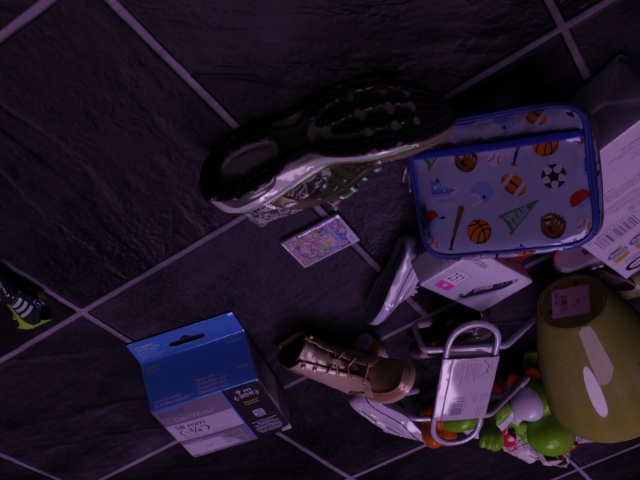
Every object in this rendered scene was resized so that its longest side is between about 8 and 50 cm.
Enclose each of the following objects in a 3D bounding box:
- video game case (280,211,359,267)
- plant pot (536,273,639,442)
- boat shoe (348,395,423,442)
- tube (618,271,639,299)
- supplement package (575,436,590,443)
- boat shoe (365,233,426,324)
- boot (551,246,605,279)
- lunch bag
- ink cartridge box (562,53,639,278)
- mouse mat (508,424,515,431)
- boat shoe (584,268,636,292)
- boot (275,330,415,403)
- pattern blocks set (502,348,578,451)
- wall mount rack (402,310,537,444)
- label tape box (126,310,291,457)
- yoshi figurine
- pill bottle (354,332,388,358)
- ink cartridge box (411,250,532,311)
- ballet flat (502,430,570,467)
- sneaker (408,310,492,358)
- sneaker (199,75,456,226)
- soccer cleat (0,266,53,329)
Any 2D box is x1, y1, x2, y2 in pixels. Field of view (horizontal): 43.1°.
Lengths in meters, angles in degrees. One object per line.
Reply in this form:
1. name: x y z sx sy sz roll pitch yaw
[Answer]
1. video game case: 0.000 0.000 1.499 0.122 0.011 0.087 -27 135 16
2. plant pot: 0.547 0.213 1.631 0.275 0.274 0.293 -25 128 14
3. boat shoe: 0.174 0.420 1.925 0.088 0.096 0.267 -33 132 27
4. tube: 0.617 0.106 1.718 0.240 0.062 0.070 -18 94 15
5. supplement package: 0.627 0.441 2.035 0.179 0.105 0.105 -3 132 -10
6. boat shoe: 0.158 0.085 1.571 0.076 0.083 0.226 8 133 -19
7. boot: 0.551 0.023 1.619 0.190 0.069 0.086 -17 158 2
8. lunch bag: 0.281 -0.097 1.266 0.303 0.243 0.115 -5 -174 27
9. ink cartridge box: 0.546 -0.101 1.410 0.395 0.151 0.270 29 124 -33
10. mouse mat: 0.543 0.504 2.159 0.153 0.007 0.189 1 137 -14
11. boat shoe: 0.576 0.083 1.663 0.137 0.043 0.049 10 103 7
12. boot: 0.047 0.256 1.664 0.203 0.095 0.262 29 161 -31
13. pattern blocks set: 0.537 0.382 1.915 0.325 0.026 0.285 -2 112 21
14. wall mount rack: 0.333 0.264 1.689 0.304 0.130 0.350 -2 126 -9
15. label tape box: -0.230 0.316 1.716 0.241 0.106 0.333 -19 137 6
16. yoshi figurine: 0.428 0.431 1.864 0.362 0.203 0.203 -16 122 23
17. pill bottle: 0.112 0.235 1.750 0.043 0.043 0.083 -31 135 19
18. ink cartridge box: 0.336 0.031 1.524 0.239 0.060 0.275 -33 149 23
19. ballet flat: 0.580 0.561 2.167 0.241 0.077 0.091 13 132 -24
20. sneaker: 0.274 0.193 1.741 0.188 0.066 0.071 -19 120 1
21. sneaker: 0.021 -0.127 1.294 0.410 0.158 0.182 -16 149 14
22. soccer cleat: -0.538 0.098 1.457 0.072 0.060 0.179 -17 144 -8
